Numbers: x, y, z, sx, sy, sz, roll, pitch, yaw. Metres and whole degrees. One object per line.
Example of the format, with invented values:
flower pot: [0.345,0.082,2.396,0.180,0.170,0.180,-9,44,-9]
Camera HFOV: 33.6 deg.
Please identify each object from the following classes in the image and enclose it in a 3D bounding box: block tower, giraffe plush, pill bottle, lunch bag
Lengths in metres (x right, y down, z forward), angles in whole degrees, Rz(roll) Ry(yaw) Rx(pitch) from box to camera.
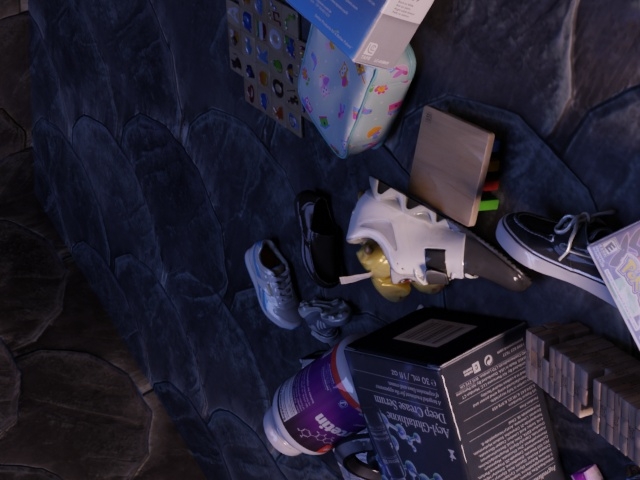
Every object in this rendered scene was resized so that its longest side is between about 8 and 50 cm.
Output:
block tower: [0.432,0.225,1.581,0.335,0.091,0.097,-138,39,-60]
giraffe plush: [0.132,-0.002,1.969,0.181,0.210,0.170,99,168,-50]
pill bottle: [0.022,0.341,2.260,0.323,0.181,0.181,-40,73,37]
lunch bag: [0.057,-0.308,1.909,0.224,0.108,0.279,59,150,28]

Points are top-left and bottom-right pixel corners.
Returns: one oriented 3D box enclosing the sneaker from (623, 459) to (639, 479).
sneaker: [0.526,0.391,1.508,0.211,0.080,0.081,43,161,44]

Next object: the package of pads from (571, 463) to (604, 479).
package of pads: [0.467,0.426,1.801,0.083,0.032,0.050,62,149,11]

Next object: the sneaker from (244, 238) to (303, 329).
sneaker: [-0.105,0.106,2.525,0.228,0.087,0.092,62,150,7]

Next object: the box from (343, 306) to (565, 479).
box: [0.250,0.349,1.932,0.293,0.212,0.395,3,113,58]

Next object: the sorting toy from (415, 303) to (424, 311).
sorting toy: [0.210,0.174,2.093,0.083,0.012,0.062,56,150,22]

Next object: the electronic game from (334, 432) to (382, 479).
electronic game: [0.142,0.460,2.238,0.229,0.229,0.048,118,165,-56]

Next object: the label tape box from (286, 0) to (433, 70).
label tape box: [0.097,-0.483,1.675,0.249,0.115,0.347,48,117,33]

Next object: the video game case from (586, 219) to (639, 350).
video game case: [0.483,0.058,1.417,0.183,0.023,0.201,-30,82,30]

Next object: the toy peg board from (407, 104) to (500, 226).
toy peg board: [0.239,-0.129,1.777,0.161,0.079,0.160,34,122,46]

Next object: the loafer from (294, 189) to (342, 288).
loafer: [0.000,0.000,2.264,0.078,0.080,0.220,1,111,61]

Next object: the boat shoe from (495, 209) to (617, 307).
boat shoe: [0.391,0.009,1.550,0.306,0.113,0.105,35,131,42]

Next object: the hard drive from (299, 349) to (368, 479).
hard drive: [0.078,0.418,2.453,0.237,0.064,0.339,-14,98,62]

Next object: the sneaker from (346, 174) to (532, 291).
sneaker: [0.194,0.028,1.792,0.330,0.146,0.122,29,-177,20]

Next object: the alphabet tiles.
alphabet tiles: [-0.105,-0.385,2.248,0.342,0.011,0.285,38,141,43]

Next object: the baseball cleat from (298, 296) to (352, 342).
baseball cleat: [0.027,0.182,2.384,0.109,0.072,0.206,62,160,-19]
